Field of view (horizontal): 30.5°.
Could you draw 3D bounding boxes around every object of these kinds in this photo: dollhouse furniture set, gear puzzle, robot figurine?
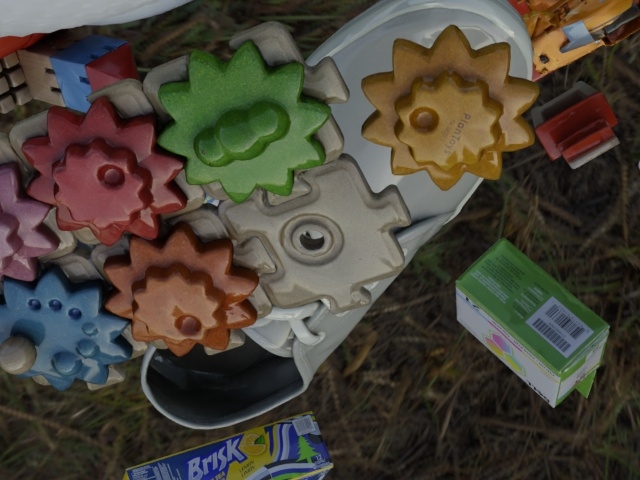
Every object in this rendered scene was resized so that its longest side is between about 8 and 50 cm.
[{"bbox_3d":[0.285,-0.234,1.510,0.262,0.135,0.259,-31,111,10],"label":"dollhouse furniture set"},{"bbox_3d":[-0.048,-0.010,0.596,0.339,0.044,0.175,-18,122,17],"label":"gear puzzle"},{"bbox_3d":[0.334,-0.297,1.216,0.291,0.211,0.085,-31,123,28],"label":"robot figurine"}]

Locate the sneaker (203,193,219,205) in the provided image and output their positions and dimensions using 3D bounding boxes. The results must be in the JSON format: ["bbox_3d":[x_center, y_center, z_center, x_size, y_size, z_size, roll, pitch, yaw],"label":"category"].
[{"bbox_3d":[-0.178,-0.070,1.389,0.144,0.059,0.053,25,80,36],"label":"sneaker"}]

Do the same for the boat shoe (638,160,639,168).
[{"bbox_3d":[0.599,-0.186,1.808,0.258,0.095,0.084,-42,45,1],"label":"boat shoe"}]

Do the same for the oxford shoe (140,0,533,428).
[{"bbox_3d":[0.000,0.000,0.869,0.169,0.130,0.449,28,127,-20],"label":"oxford shoe"}]

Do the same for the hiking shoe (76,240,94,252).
[{"bbox_3d":[-0.299,-0.023,1.660,0.114,0.086,0.227,1,109,34],"label":"hiking shoe"}]

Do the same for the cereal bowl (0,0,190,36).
[{"bbox_3d":[-0.103,-0.213,0.586,0.339,0.339,0.141,-15,133,13],"label":"cereal bowl"}]

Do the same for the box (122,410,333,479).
[{"bbox_3d":[-0.079,0.199,0.988,0.169,0.059,0.054,-14,67,-21],"label":"box"}]

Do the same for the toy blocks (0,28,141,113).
[{"bbox_3d":[-0.282,-0.245,0.945,0.261,0.190,0.381,17,132,41],"label":"toy blocks"}]

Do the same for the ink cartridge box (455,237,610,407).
[{"bbox_3d":[0.284,0.139,1.607,0.097,0.255,0.189,-40,64,-15],"label":"ink cartridge box"}]
